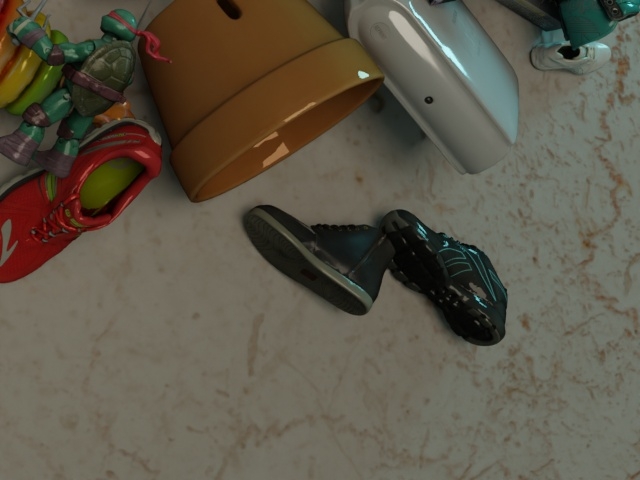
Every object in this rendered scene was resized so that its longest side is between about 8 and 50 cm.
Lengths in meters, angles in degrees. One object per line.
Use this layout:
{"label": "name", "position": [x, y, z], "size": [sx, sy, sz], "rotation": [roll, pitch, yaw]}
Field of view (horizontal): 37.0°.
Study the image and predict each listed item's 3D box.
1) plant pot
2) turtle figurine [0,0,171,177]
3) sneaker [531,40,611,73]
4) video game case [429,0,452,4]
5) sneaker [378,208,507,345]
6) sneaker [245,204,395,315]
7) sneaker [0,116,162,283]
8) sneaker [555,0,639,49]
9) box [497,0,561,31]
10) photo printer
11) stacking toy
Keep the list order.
{"label": "plant pot", "position": [-0.093, -0.208, 1.205], "size": [0.291, 0.291, 0.203], "rotation": [-32, 88, -21]}
{"label": "turtle figurine", "position": [-0.269, -0.187, 1.067], "size": [0.175, 0.118, 0.234], "rotation": [27, 96, -50]}
{"label": "sneaker", "position": [0.418, -0.298, 1.550], "size": [0.152, 0.061, 0.054], "rotation": [-7, 94, -27]}
{"label": "video game case", "position": [0.200, -0.440, 1.289], "size": [0.210, 0.042, 0.232], "rotation": [-16, 78, -24]}
{"label": "sneaker", "position": [0.190, 0.043, 1.451], "size": [0.267, 0.101, 0.106], "rotation": [47, 51, -19]}
{"label": "sneaker", "position": [0.000, 0.000, 1.363], "size": [0.222, 0.083, 0.118], "rotation": [39, 57, -15]}
{"label": "sneaker", "position": [-0.306, -0.042, 1.149], "size": [0.279, 0.118, 0.107], "rotation": [-40, 122, 5]}
{"label": "sneaker", "position": [0.372, -0.380, 1.433], "size": [0.295, 0.124, 0.178], "rotation": [0, 84, -26]}
{"label": "box", "position": [0.314, -0.462, 1.494], "size": [0.231, 0.056, 0.183], "rotation": [24, 81, -24]}
{"label": "photo printer", "position": [0.153, -0.272, 1.335], "size": [0.307, 0.107, 0.256], "rotation": [47, 31, -19]}
{"label": "stacking toy", "position": [-0.345, -0.203, 1.149], "size": [0.302, 0.166, 0.175], "rotation": [31, 97, -35]}
